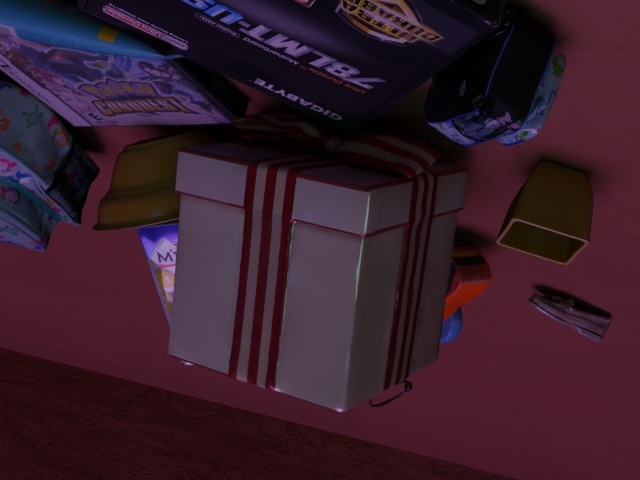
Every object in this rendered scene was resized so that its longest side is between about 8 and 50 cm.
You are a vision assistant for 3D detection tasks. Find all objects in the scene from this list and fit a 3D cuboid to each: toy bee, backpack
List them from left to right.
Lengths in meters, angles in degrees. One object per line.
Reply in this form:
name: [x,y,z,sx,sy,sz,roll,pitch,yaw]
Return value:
backpack: [-0.430,-0.109,1.389,0.225,0.191,0.253,14,155,14]
toy bee: [0.105,0.078,1.465,0.298,0.162,0.195,-43,147,27]
backpack: [0.146,-0.129,0.920,0.084,0.105,0.114,27,164,-22]

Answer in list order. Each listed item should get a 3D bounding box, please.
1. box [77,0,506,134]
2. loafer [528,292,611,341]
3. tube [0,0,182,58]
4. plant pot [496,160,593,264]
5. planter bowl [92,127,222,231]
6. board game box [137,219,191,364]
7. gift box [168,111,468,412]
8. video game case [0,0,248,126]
box: [-0.036,-0.214,0.905,0.296,0.073,0.293,24,159,-15]
loafer: [0.343,0.096,1.480,0.125,0.039,0.045,28,-168,-18]
tube: [-0.237,-0.203,1.034,0.207,0.052,0.080,17,-163,4]
plant pot: [0.240,-0.034,1.128,0.081,0.083,0.081,17,162,2]
planter bowl: [-0.179,-0.082,1.299,0.217,0.090,0.217,-13,-169,2]
board game box: [-0.050,0.049,1.353,0.317,0.046,0.213,-6,118,16]
gift box: [0.000,0.000,1.149,0.255,0.258,0.276,13,-164,24]
video game case: [-0.256,-0.201,1.187,0.275,0.035,0.248,4,156,35]
